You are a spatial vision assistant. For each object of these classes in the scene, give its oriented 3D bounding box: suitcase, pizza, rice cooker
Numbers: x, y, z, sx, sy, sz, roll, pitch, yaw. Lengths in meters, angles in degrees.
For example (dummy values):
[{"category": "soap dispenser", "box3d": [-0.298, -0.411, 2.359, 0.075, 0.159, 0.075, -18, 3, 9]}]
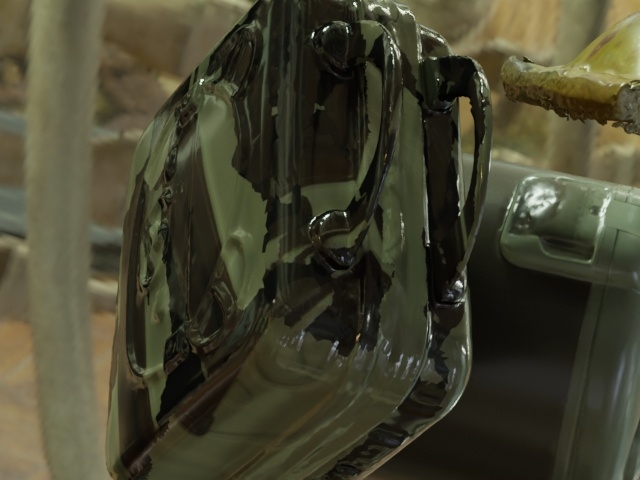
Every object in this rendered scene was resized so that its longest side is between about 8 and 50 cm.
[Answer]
[{"category": "suitcase", "box3d": [0.000, 0.000, 1.160, 0.194, 0.339, 0.351, 20, 50, -26]}, {"category": "pizza", "box3d": [0.229, -0.134, 1.241, 0.188, 0.081, 0.204, -11, 16, -27]}, {"category": "rice cooker", "box3d": [0.168, 0.082, 1.488, 0.325, 0.335, 0.335, 12, 17, 13]}]
